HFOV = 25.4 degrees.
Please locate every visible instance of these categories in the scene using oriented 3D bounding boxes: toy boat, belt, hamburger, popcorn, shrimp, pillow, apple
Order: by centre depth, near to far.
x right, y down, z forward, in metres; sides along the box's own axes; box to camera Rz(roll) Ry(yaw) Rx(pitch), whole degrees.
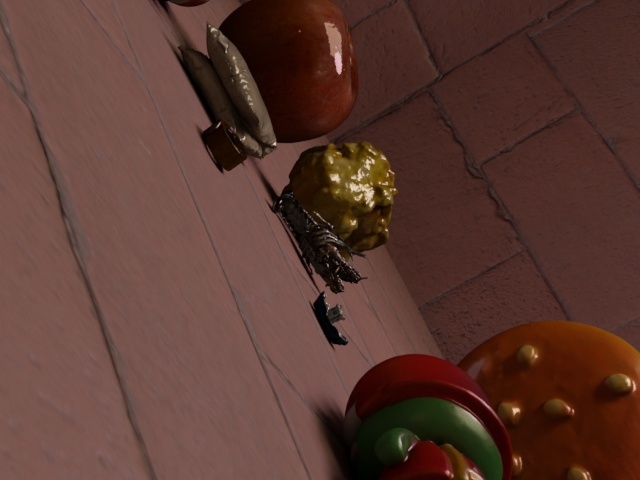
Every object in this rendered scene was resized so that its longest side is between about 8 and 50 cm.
[{"bbox_3d":[-0.122,-0.121,1.788,0.059,0.036,0.083,51,8,-24],"label":"belt"},{"bbox_3d":[0.016,0.102,1.883,0.083,0.038,0.038,64,6,30],"label":"toy boat"},{"bbox_3d":[-0.122,-0.202,2.015,0.181,0.077,0.134,62,4,19],"label":"pillow"},{"bbox_3d":[0.000,-0.001,2.078,0.174,0.082,0.076,53,9,4],"label":"shrimp"},{"bbox_3d":[0.350,0.303,2.107,0.277,0.395,0.396,54,8,-49],"label":"hamburger"},{"bbox_3d":[-0.059,-0.262,2.186,0.254,0.253,0.253,59,5,-8],"label":"apple"},{"bbox_3d":[0.032,-0.061,2.194,0.197,0.197,0.156,55,9,-46],"label":"popcorn"}]

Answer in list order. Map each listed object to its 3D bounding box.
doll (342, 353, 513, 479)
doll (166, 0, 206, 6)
[{"bbox_3d":[0.110,0.209,1.474,0.183,0.160,0.363,51,7,-17],"label":"doll"},{"bbox_3d":[-0.212,-0.432,2.167,0.161,0.130,0.290,56,0,-16],"label":"doll"}]
